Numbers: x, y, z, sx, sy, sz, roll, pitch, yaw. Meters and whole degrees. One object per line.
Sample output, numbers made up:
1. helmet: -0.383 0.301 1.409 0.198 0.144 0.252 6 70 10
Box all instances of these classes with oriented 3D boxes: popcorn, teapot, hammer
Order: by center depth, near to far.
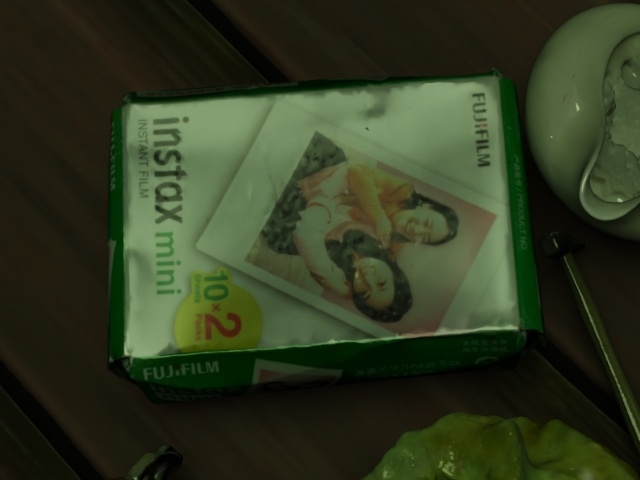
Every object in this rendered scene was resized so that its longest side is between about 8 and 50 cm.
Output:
1. popcorn: 0.085 0.199 0.819 0.204 0.183 0.221 -16 51 43
2. hammer: 0.177 0.087 0.925 0.013 0.062 0.199 -25 80 22
3. teapot: 0.189 -0.075 0.939 0.145 0.092 0.226 44 57 -10

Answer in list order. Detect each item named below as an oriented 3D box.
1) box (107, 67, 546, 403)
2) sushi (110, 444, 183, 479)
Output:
1. box: 0.000 0.000 0.931 0.250 0.103 0.180 -4 72 2
2. sushi: -0.116 0.243 0.827 0.184 0.139 0.274 -23 69 24
